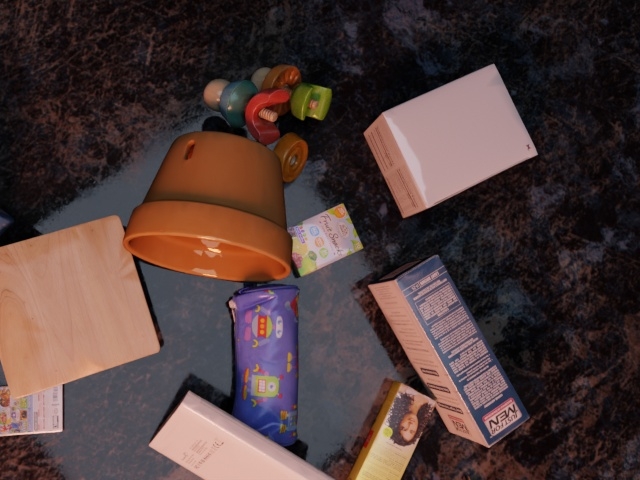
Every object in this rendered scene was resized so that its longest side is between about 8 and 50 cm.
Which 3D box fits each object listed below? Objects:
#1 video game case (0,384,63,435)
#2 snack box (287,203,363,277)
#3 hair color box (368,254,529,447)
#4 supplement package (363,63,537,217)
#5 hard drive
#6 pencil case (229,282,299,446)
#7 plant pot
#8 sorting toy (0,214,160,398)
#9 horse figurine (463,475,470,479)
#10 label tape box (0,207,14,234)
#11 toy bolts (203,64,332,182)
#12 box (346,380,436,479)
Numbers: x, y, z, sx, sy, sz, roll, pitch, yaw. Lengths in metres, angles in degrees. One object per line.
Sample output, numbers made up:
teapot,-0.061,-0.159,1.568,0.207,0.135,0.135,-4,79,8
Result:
video game case,-0.529,0.304,1.187,0.122,0.011,0.087,-1,85,-11
snack box,0.000,0.000,1.311,0.141,0.037,0.100,-24,90,-13
hair color box,0.239,0.207,1.266,0.105,0.174,0.347,-29,90,-14
supplement package,0.257,-0.197,1.329,0.261,0.145,0.204,-25,89,-13
hard drive,-0.140,0.396,1.166,0.307,0.203,0.040,33,44,-6
pencil case,-0.105,0.226,1.223,0.133,0.119,0.306,1,84,-11
plant pot,-0.183,-0.060,1.165,0.290,0.291,0.204,10,74,-10
sorting toy,-0.448,0.116,1.184,0.255,0.089,0.257,-17,87,-13
horse figurine,0.318,0.624,1.292,0.174,0.066,0.263,28,77,-13
label tape box,-0.679,0.047,1.067,0.106,0.240,0.334,40,78,-5
toy bolts,-0.118,-0.233,1.252,0.158,0.228,0.218,26,108,24
box,0.135,0.398,1.284,0.087,0.058,0.232,28,80,-7
